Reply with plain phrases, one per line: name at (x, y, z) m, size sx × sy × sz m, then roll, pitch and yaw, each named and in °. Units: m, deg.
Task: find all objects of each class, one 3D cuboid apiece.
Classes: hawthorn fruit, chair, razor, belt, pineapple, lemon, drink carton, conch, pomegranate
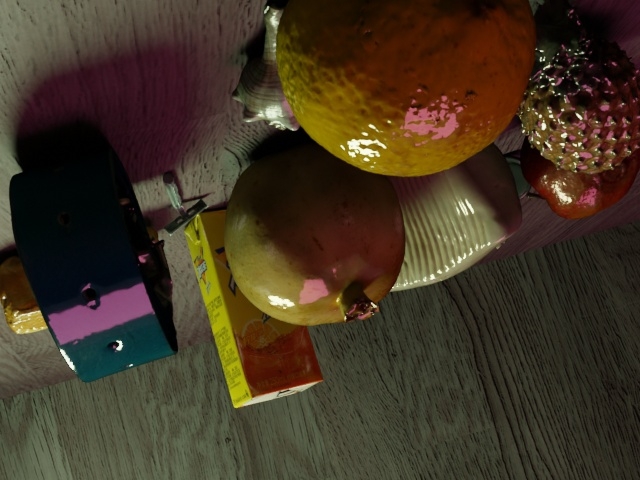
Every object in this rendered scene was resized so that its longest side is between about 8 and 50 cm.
hawthorn fruit at (0.486, -0.164, 2.096) m, size 0.224 × 0.224 × 0.261 m, roll -8°, pitch 152°, yaw -38°
chair at (0.435, -0.125, 2.460) m, size 0.104 × 0.095 × 0.222 m, roll -37°, pitch 159°, yaw 28°
razor at (-0.238, -0.073, 1.922) m, size 0.084 × 0.036 × 0.211 m, roll -40°, pitch 165°, yaw -10°
belt at (-0.313, 0.040, 1.656) m, size 0.173 × 0.300 × 0.436 m, roll -17°, pitch 168°, yaw -1°
pineapple at (0.376, -0.238, 1.704) m, size 0.202 × 0.202 × 0.362 m, roll -19°, pitch 155°, yaw 10°
lemon at (0.088, -0.201, 1.226) m, size 0.293 × 0.293 × 0.293 m, roll -16°, pitch 168°, yaw -4°
drink carton at (-0.126, 0.114, 2.134) m, size 0.155 × 0.351 × 0.111 m, roll -11°, pitch 167°, yaw -27°
conch at (-0.028, -0.200, 1.443) m, size 0.137 × 0.114 × 0.234 m, roll -25°, pitch 169°, yaw -35°
pomegranate at (0.000, 0.000, 1.875) m, size 0.319 × 0.319 × 0.319 m, roll -16°, pitch 168°, yaw -4°

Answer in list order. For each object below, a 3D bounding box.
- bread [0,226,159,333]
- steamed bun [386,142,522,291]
bread at (-0.420, 0.070, 2.056) m, size 0.294 × 0.132 × 0.167 m, roll -13°, pitch 167°, yaw -13°
steamed bun at (0.203, -0.068, 2.072) m, size 0.383 × 0.247 × 0.236 m, roll -29°, pitch -177°, yaw 45°
